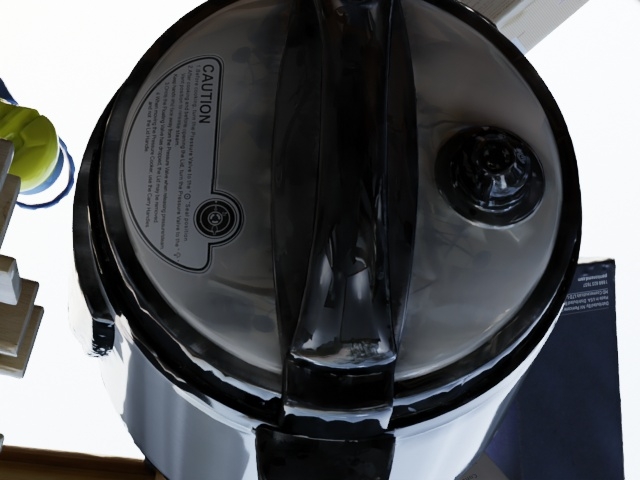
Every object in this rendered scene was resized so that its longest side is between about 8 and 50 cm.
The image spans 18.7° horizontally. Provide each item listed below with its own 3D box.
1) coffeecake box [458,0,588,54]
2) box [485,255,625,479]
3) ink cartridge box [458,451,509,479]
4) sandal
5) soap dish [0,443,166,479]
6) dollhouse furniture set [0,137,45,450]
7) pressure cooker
[{"bbox_3d":[0.156,-0.264,1.878,0.142,0.068,0.185,-40,-128,8],"label":"coffeecake box"},{"bbox_3d":[0.184,0.170,2.234,0.296,0.182,0.294,0,-84,52],"label":"box"},{"bbox_3d":[0.080,0.316,1.896,0.272,0.130,0.309,50,-32,33],"label":"ink cartridge box"},{"bbox_3d":[-0.393,-0.133,2.289,0.126,0.138,0.317,-42,-125,-3],"label":"sandal"},{"bbox_3d":[-0.255,0.261,1.699,0.229,0.290,0.118,-92,-172,-76],"label":"soap dish"},{"bbox_3d":[-0.248,0.075,0.935,0.212,0.161,0.242,98,6,-67],"label":"dollhouse furniture set"},{"bbox_3d":[0.006,-0.001,1.468,0.375,0.370,0.420,-37,166,-18],"label":"pressure cooker"}]
